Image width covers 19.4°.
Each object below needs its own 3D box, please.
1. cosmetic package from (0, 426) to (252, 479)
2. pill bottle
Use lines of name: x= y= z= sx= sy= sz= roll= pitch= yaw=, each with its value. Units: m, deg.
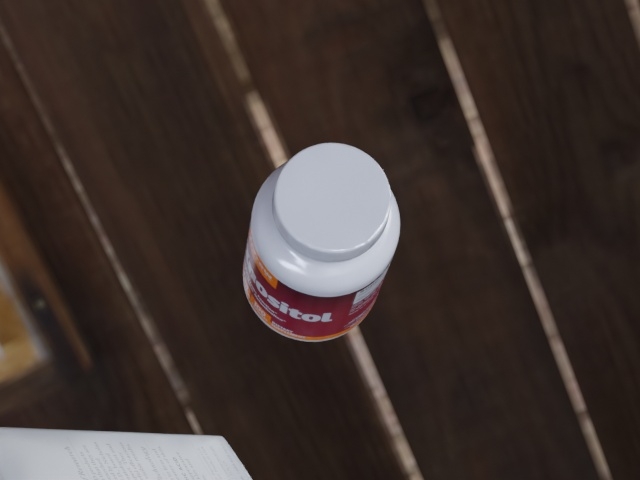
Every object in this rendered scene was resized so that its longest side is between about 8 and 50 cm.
cosmetic package: x=-0.149 y=0.187 z=1.192 sx=0.117 sy=0.231 sz=0.085 roll=-51 pitch=58 yaw=23
pill bottle: x=0.000 y=0.000 z=1.087 sx=0.086 sy=0.086 sz=0.152 roll=-30 pitch=-14 yaw=-14
